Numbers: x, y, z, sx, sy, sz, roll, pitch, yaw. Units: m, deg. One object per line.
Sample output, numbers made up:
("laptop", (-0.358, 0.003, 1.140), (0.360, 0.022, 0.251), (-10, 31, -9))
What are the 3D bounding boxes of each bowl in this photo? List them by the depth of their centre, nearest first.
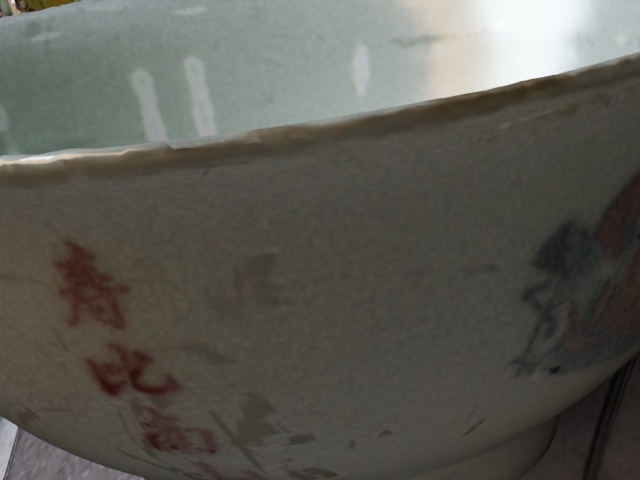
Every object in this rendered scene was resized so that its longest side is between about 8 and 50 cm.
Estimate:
("bowl", (0.000, 0.000, 0.691), (0.435, 0.196, 0.435), (-8, 16, 2))

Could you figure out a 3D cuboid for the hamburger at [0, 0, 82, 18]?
("hamburger", (-0.267, -0.205, 1.463), (0.167, 0.192, 0.288), (-44, 54, 35))
